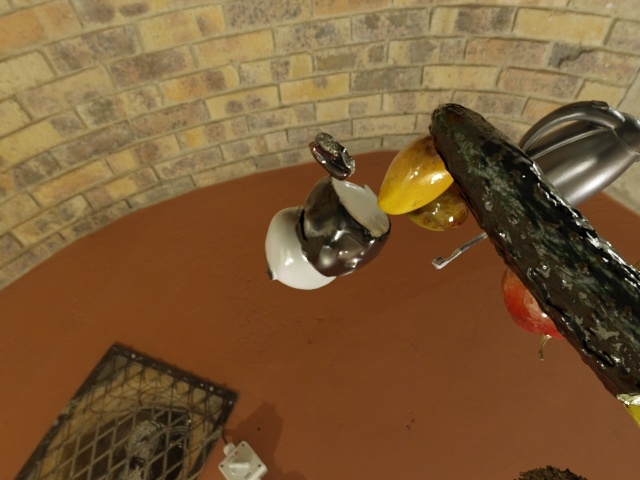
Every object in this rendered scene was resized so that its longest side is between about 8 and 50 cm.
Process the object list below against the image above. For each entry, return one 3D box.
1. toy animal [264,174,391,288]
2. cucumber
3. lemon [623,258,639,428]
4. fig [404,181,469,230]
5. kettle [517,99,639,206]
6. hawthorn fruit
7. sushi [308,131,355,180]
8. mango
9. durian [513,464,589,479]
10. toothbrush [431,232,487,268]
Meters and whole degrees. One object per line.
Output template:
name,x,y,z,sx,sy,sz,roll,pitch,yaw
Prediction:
toy animal,0.000,0.000,1.052,0.250,0.310,0.251,30,-144,-25
cucumber,0.187,-0.005,0.355,0.072,0.081,0.304,-30,-117,2
lemon,0.525,0.119,0.459,0.387,0.350,0.350,-15,-130,-32
fig,0.262,-0.120,1.147,0.289,0.191,0.191,7,-128,-5
kettle,0.632,-0.219,1.049,0.268,0.290,0.208,26,-123,-17
hawthorn fruit,0.601,0.177,1.098,0.241,0.242,0.272,5,-102,9
sushi,0.014,-0.123,0.642,0.083,0.044,0.046,41,-134,-18
mango,0.196,-0.129,0.864,0.144,0.219,0.113,-8,-116,-35
durian,0.202,0.241,0.361,0.091,0.080,0.080,-38,-128,17
toothbrush,0.381,0.022,1.122,0.288,0.024,0.026,-22,-125,-41
